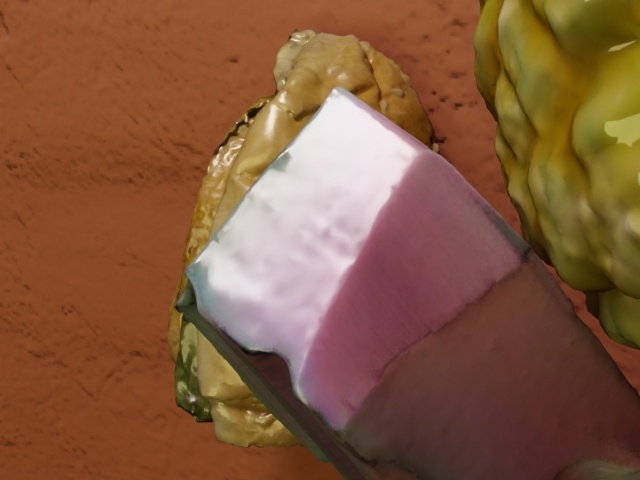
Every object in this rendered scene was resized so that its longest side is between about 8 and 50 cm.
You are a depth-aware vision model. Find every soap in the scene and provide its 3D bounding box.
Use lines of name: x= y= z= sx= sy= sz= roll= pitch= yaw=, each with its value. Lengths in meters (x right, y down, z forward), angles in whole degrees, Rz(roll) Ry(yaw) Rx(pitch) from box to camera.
soap: x=0.049 y=0.069 z=0.722 sx=0.193 sy=0.324 sz=0.109 roll=38 pitch=81 yaw=25

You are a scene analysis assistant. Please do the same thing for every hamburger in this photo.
hamburger: x=0.000 y=0.000 z=0.875 sx=0.135 sy=0.155 sz=0.207 roll=20 pitch=111 yaw=23

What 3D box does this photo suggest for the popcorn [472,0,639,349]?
popcorn: x=0.210 y=-0.093 z=0.622 sx=0.279 sy=0.274 sz=0.335 roll=19 pitch=112 yaw=-5
